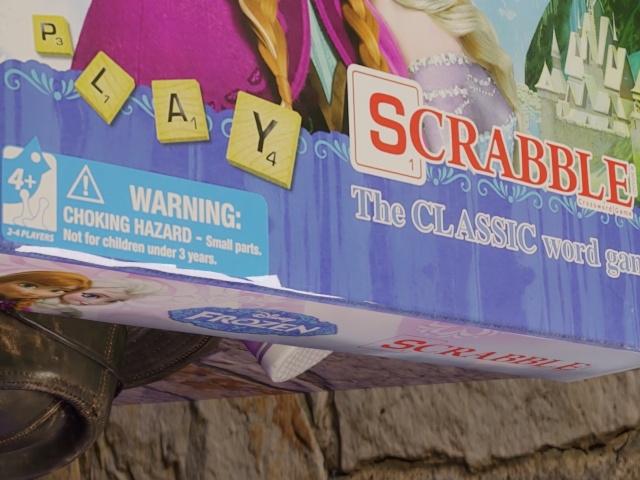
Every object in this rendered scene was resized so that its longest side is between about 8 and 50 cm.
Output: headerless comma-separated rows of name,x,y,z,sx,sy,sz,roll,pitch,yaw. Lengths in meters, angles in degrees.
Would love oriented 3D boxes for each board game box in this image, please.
board game box,-0.001,-0.119,0.626,0.319,0.318,0.066,10,160,-40

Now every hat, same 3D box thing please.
hat,-0.224,0.079,1.044,0.331,0.134,0.331,3,152,2

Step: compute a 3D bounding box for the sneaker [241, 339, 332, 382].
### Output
sneaker,0.029,-0.011,1.538,0.282,0.161,0.102,-32,155,-8
